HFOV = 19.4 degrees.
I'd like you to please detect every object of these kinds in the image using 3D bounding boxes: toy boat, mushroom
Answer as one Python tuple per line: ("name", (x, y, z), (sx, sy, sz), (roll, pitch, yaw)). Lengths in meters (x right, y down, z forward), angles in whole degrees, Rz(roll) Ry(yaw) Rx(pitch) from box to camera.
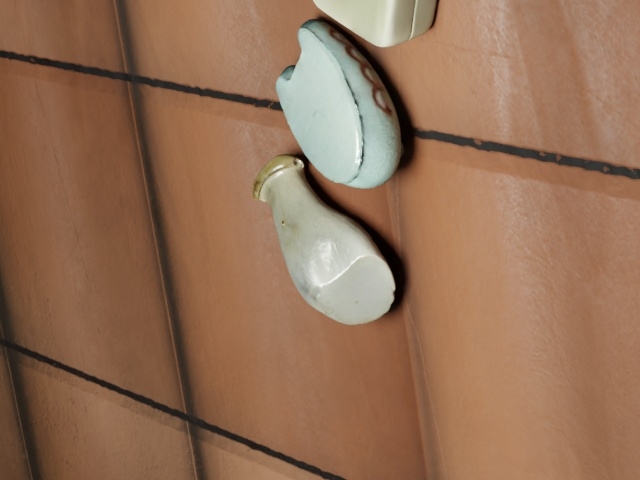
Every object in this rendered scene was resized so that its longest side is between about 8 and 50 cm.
("toy boat", (0.029, -0.147, 2.087), (0.207, 0.079, 0.134), (58, 138, 31))
("mushroom", (0.000, 0.000, 2.187), (0.225, 0.093, 0.116), (52, 125, 34))

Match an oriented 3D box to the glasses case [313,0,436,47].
("glasses case", (0.067, -0.359, 1.903), (0.131, 0.070, 0.312), (37, 135, 35))
